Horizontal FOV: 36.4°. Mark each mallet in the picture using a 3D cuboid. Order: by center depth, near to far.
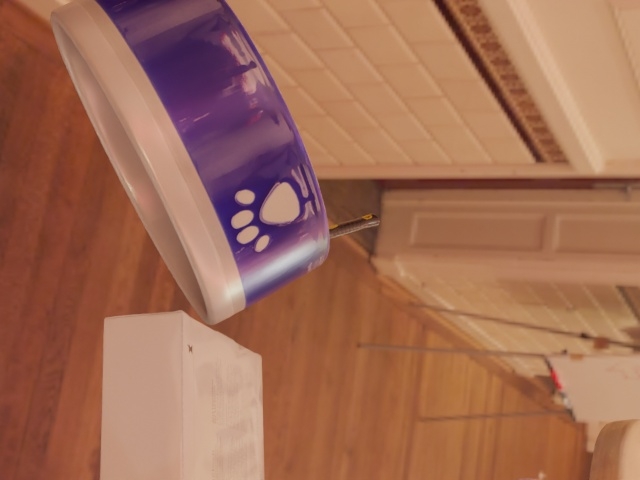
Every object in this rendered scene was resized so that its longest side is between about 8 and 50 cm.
[{"bbox_3d":[0.000,0.000,1.058,0.190,0.062,0.039,-13,118,-35],"label":"mallet"}]

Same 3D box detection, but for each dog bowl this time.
[{"bbox_3d":[-0.101,-0.074,0.753,0.104,0.265,0.265,-28,126,-12],"label":"dog bowl"}]

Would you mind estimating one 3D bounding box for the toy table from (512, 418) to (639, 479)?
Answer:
[{"bbox_3d":[0.200,0.265,0.625,0.161,0.252,0.274,-16,99,-42],"label":"toy table"}]

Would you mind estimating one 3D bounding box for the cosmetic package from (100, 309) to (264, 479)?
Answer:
[{"bbox_3d":[-0.140,0.289,1.056,0.284,0.097,0.377,56,30,-70],"label":"cosmetic package"}]
